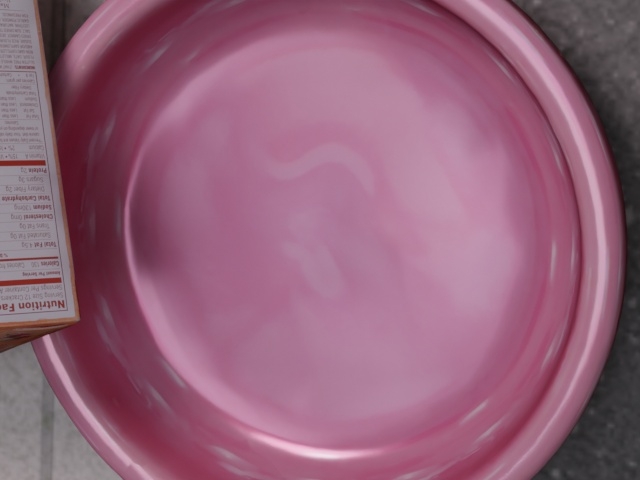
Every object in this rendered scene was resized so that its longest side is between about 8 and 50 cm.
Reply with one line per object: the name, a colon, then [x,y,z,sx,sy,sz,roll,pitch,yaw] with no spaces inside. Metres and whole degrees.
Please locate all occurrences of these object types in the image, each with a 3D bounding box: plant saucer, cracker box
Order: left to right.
cracker box: [-0.203,-0.053,0.947,0.155,0.067,0.232,-20,76,53]
plant saucer: [0.000,0.000,0.948,0.332,0.084,0.332,3,100,18]
